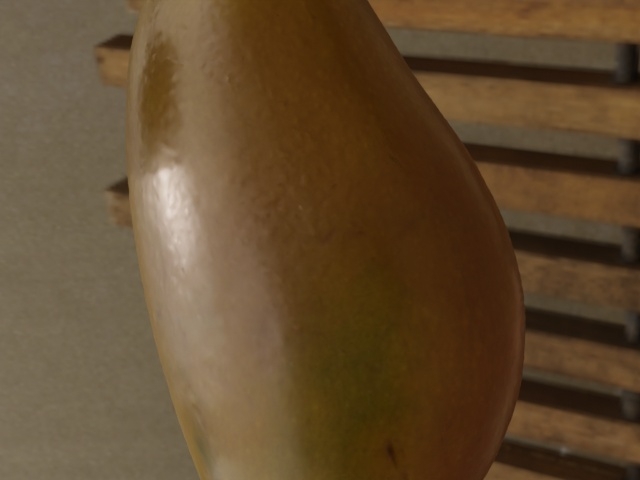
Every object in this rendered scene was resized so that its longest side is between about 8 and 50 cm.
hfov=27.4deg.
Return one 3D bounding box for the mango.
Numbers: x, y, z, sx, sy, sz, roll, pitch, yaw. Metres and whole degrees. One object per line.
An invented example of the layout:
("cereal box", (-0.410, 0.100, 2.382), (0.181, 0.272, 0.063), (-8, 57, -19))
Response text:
("mango", (0.000, 0.000, 0.482), (0.113, 0.138, 0.253), (-20, -81, -63))
